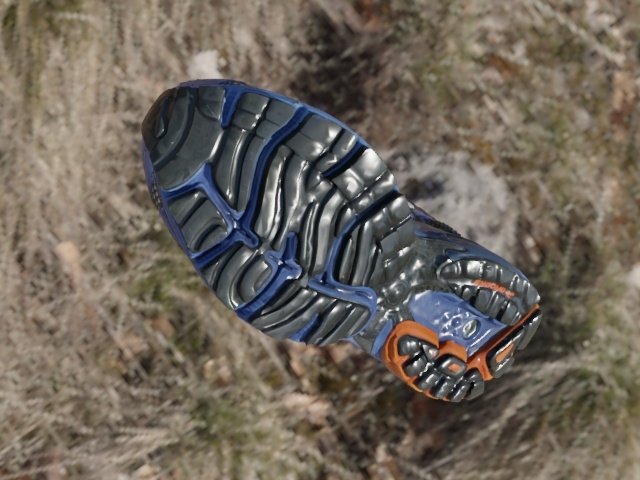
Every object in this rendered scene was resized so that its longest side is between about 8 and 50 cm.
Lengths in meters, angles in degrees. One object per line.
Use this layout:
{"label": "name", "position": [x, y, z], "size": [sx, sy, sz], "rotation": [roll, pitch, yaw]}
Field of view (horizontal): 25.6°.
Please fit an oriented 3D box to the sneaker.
{"label": "sneaker", "position": [0.000, 0.000, 0.575], "size": [0.087, 0.083, 0.221], "rotation": [37, -1, 44]}
